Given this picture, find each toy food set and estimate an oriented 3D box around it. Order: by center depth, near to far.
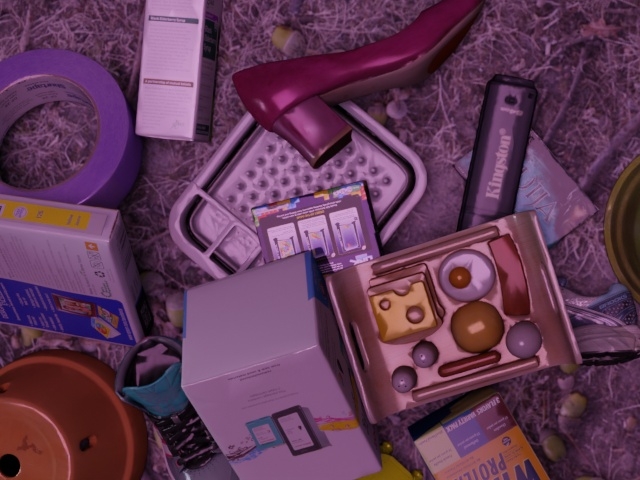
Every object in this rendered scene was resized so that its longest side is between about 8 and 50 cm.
[{"bbox_3d":[0.180,0.107,1.777,0.306,0.092,0.220,-18,92,11],"label":"toy food set"}]

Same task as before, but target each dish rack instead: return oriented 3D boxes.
[{"bbox_3d":[-0.031,-0.057,1.933,0.285,0.072,0.333,40,98,7],"label":"dish rack"}]

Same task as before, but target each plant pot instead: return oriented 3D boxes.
[{"bbox_3d":[0.523,-0.010,1.742,0.276,0.254,0.276,1,93,11],"label":"plant pot"},{"bbox_3d":[-0.430,0.319,1.954,0.290,0.203,0.291,0,93,11],"label":"plant pot"}]

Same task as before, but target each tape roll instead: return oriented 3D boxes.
[{"bbox_3d":[-0.409,-0.145,1.942,0.274,0.090,0.275,-2,71,5],"label":"tape roll"}]

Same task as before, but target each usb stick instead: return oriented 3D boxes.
[{"bbox_3d":[0.251,-0.098,1.865,0.077,0.045,0.278,12,94,10],"label":"usb stick"}]

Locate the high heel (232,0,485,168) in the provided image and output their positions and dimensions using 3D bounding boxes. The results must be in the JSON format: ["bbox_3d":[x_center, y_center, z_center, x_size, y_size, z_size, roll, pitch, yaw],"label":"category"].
[{"bbox_3d":[0.061,-0.280,1.845,0.377,0.127,0.181,-41,79,-18],"label":"high heel"}]

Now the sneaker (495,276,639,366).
[{"bbox_3d":[0.319,0.119,1.875,0.283,0.110,0.122,-3,70,12],"label":"sneaker"}]

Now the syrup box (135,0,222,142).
[{"bbox_3d":[-0.210,-0.269,1.945,0.096,0.093,0.237,7,93,10],"label":"syrup box"}]

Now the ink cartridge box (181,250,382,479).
[{"bbox_3d":[-0.052,0.197,1.823,0.197,0.198,0.270,-18,129,10],"label":"ink cartridge box"}]

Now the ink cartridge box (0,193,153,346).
[{"bbox_3d":[-0.419,0.040,1.906,0.307,0.304,0.072,10,59,10],"label":"ink cartridge box"}]

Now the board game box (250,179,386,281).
[{"bbox_3d":[0.000,0.000,1.871,0.170,0.048,0.141,-13,92,9],"label":"board game box"}]

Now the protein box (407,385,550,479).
[{"bbox_3d":[0.233,0.326,1.825,0.136,0.200,0.201,-30,87,0],"label":"protein box"}]

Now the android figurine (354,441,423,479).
[{"bbox_3d":[0.042,0.414,1.890,0.248,0.056,0.273,41,66,3],"label":"android figurine"}]

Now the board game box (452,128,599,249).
[{"bbox_3d":[0.299,-0.077,1.895,0.126,0.026,0.186,-40,85,10],"label":"board game box"}]

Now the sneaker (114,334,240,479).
[{"bbox_3d":[-0.204,0.252,1.868,0.123,0.178,0.295,-29,60,0],"label":"sneaker"}]
